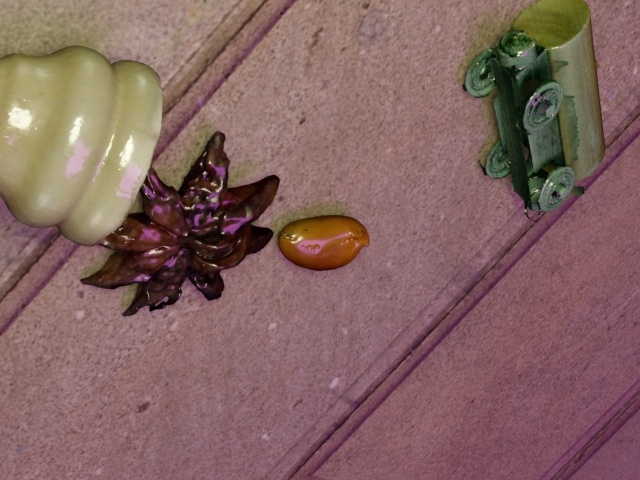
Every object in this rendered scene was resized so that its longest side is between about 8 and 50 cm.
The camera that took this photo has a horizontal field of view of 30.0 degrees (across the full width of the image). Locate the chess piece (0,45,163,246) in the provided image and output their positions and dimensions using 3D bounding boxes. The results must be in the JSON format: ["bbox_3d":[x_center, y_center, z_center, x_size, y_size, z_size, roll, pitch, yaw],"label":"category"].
[{"bbox_3d":[-0.323,-0.121,1.051,0.330,0.182,0.182,18,115,-28],"label":"chess piece"}]

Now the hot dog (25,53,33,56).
[{"bbox_3d":[-0.290,-0.127,1.184,0.049,0.037,0.122,-3,123,-21],"label":"hot dog"}]

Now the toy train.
[{"bbox_3d":[0.298,-0.162,1.525,0.189,0.126,0.307,-33,139,-9],"label":"toy train"}]

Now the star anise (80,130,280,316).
[{"bbox_3d":[-0.152,0.007,1.358,0.272,0.102,0.272,-18,136,-19],"label":"star anise"}]

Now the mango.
[{"bbox_3d":[0.000,0.000,1.496,0.127,0.063,0.077,-1,132,-30],"label":"mango"}]
